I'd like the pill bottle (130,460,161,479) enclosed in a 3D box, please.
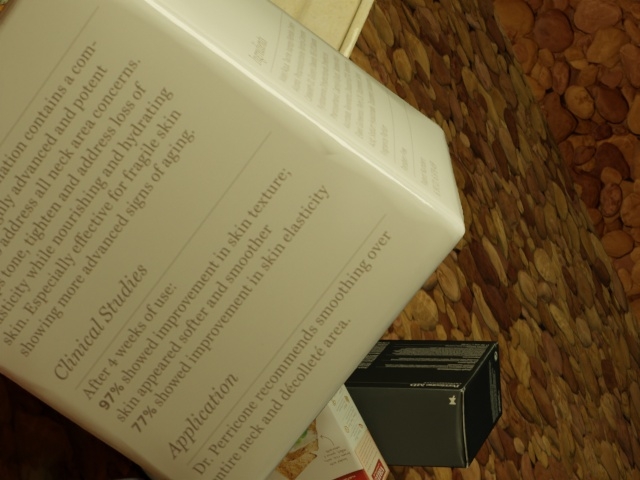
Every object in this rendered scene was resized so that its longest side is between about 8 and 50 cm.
[{"bbox_3d":[-0.137,0.200,1.774,0.187,0.112,0.112,126,-53,-76],"label":"pill bottle"}]

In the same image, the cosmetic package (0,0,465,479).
[{"bbox_3d":[-0.130,-0.044,1.524,0.393,0.329,0.327,36,15,-10],"label":"cosmetic package"}]

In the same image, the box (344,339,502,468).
[{"bbox_3d":[0.068,0.190,2.106,0.184,0.261,0.103,-34,121,-67],"label":"box"}]

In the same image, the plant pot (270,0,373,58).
[{"bbox_3d":[-0.124,-0.228,1.943,0.305,0.334,0.334,23,32,-2],"label":"plant pot"}]

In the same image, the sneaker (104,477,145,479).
[{"bbox_3d":[-0.222,0.287,1.590,0.302,0.108,0.121,5,61,-67],"label":"sneaker"}]

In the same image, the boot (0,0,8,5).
[{"bbox_3d":[-0.349,-0.213,1.766,0.262,0.095,0.203,60,23,-7],"label":"boot"}]

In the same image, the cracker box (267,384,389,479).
[{"bbox_3d":[-0.044,0.203,1.998,0.232,0.156,0.067,62,24,-15],"label":"cracker box"}]
